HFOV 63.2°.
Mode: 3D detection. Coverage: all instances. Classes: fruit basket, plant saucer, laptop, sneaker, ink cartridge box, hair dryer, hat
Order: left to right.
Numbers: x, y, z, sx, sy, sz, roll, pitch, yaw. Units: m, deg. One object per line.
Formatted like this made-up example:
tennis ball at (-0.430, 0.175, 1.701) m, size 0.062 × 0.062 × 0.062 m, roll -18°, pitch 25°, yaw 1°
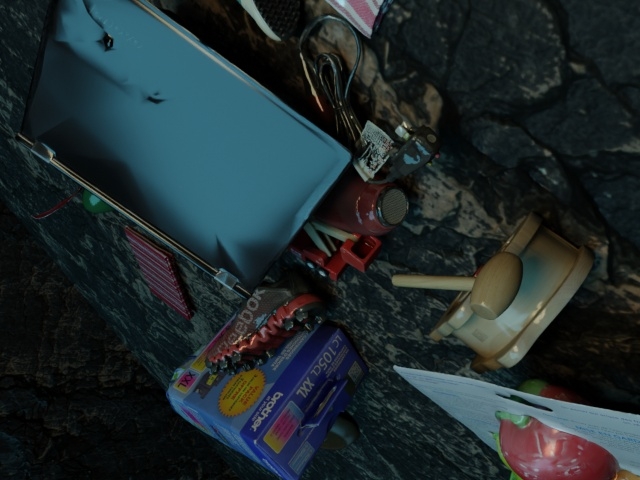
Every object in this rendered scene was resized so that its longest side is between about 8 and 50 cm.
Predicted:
hat at (-0.549, -0.089, 1.227) m, size 0.173 × 0.183 × 0.208 m, roll 46°, pitch 149°, yaw -2°
laptop at (-0.191, -0.121, 0.759) m, size 0.382 × 0.236 × 0.408 m, roll 36°, pitch -179°, yaw -4°
sneaker at (-0.083, -0.298, 0.584) m, size 0.161 × 0.057 × 0.075 m, roll 56°, pitch 164°, yaw -19°
sneaker at (-0.118, 0.153, 0.991) m, size 0.097 × 0.276 × 0.135 m, roll 26°, pitch -147°, yaw -55°
ink cartridge box at (-0.093, 0.297, 1.063) m, size 0.395 × 0.270 × 0.151 m, roll 5°, pitch 137°, yaw 46°
plant saucer at (0.001, 0.489, 1.329) m, size 0.198 × 0.036 × 0.198 m, roll 11°, pitch 140°, yaw 9°
hair dryer at (0.036, -0.111, 0.659) m, size 0.223 × 0.080 × 0.293 m, roll 57°, pitch 149°, yaw 18°
fruit basket at (0.303, 0.235, 0.583) m, size 0.327 × 0.165 × 0.353 m, roll -4°, pitch 135°, yaw 52°

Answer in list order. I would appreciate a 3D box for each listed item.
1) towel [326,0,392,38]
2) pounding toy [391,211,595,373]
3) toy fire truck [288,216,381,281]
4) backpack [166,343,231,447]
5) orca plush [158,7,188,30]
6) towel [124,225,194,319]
towel at (0.028, -0.298, 0.467) m, size 0.144 × 0.029 × 0.197 m, roll 43°, pitch 149°, yaw 5°
pounding toy at (0.183, 0.038, 0.582) m, size 0.155 × 0.154 × 0.269 m, roll 37°, pitch 167°, yaw 12°
toy fire truck at (0.000, 0.000, 0.805) m, size 0.192 × 0.047 × 0.135 m, roll 32°, pitch 156°, yaw 19°
backpack at (-0.259, 0.449, 1.484) m, size 0.355 × 0.273 × 0.290 m, roll 41°, pitch 154°, yaw 26°
orca plush at (-0.212, -0.227, 0.808) m, size 0.151 × 0.102 × 0.287 m, roll -17°, pitch 137°, yaw 6°
towel at (-0.455, 0.096, 1.481) m, size 0.199 × 0.031 × 0.275 m, roll 28°, pitch 143°, yaw 29°
